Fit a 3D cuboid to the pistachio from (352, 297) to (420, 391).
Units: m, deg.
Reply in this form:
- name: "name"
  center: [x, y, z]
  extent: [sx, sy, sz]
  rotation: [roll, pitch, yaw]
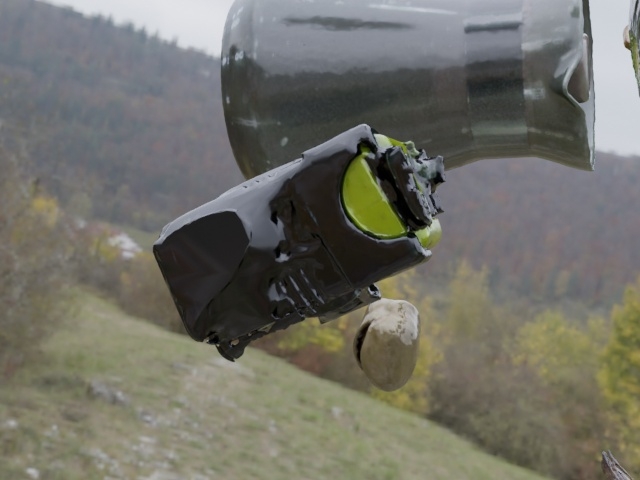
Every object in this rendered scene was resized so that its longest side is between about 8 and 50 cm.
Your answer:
- name: "pistachio"
  center: [0.103, 0.159, 1.665]
  extent: [0.113, 0.149, 0.113]
  rotation: [-3, 35, 2]

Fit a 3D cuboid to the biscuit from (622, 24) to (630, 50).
- name: "biscuit"
  center: [0.604, -0.308, 1.705]
  extent: [0.259, 0.203, 0.041]
  rotation: [5, -41, 9]

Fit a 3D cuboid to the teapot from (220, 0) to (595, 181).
- name: "teapot"
  center: [0.100, -0.161, 1.112]
  extent: [0.343, 0.254, 0.300]
  rotation: [-1, 14, 16]

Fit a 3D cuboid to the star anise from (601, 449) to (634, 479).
- name: "star anise"
  center: [0.295, 0.253, 0.978]
  extent: [0.141, 0.141, 0.042]
  rotation: [14, -26, 25]

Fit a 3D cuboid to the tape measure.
- name: "tape measure"
  center: [0.000, 0.000, 0.756]
  extent: [0.199, 0.112, 0.186]
  rotation: [-22, -1, 13]

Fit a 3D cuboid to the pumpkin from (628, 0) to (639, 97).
- name: "pumpkin"
  center: [0.479, -0.236, 1.198]
  extent: [0.295, 0.296, 0.296]
  rotation: [14, 0, 0]
